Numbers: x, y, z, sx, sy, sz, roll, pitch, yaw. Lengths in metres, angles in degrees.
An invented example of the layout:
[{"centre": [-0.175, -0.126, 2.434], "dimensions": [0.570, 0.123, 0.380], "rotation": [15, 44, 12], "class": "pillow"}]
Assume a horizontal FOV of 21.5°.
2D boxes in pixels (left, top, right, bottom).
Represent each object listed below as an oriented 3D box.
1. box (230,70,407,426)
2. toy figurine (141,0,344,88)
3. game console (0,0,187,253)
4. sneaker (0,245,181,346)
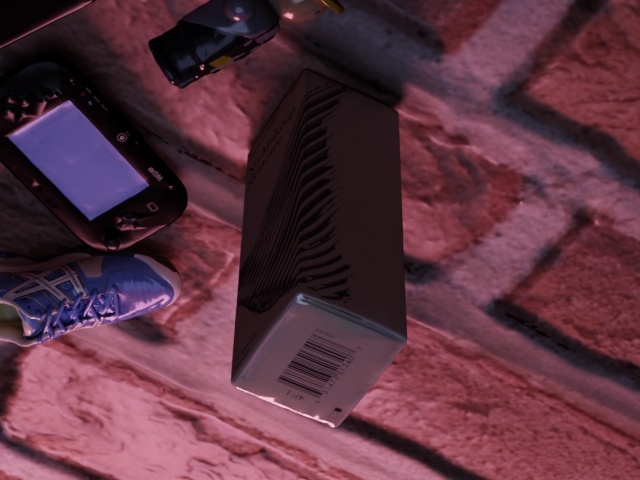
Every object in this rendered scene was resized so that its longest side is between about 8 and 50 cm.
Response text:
[{"centre": [0.000, 0.000, 1.289], "dimensions": [0.094, 0.275, 0.113], "rotation": [23, 126, -18], "class": "box"}, {"centre": [-0.091, -0.233, 1.136], "dimensions": [0.148, 0.213, 0.209], "rotation": [-31, 129, 5], "class": "toy figurine"}, {"centre": [-0.227, -0.123, 1.325], "dimensions": [0.213, 0.044, 0.361], "rotation": [-23, 131, 22], "class": "game console"}, {"centre": [-0.225, 0.057, 1.467], "dimensions": [0.211, 0.081, 0.080], "rotation": [-7, 129, 4], "class": "sneaker"}]
